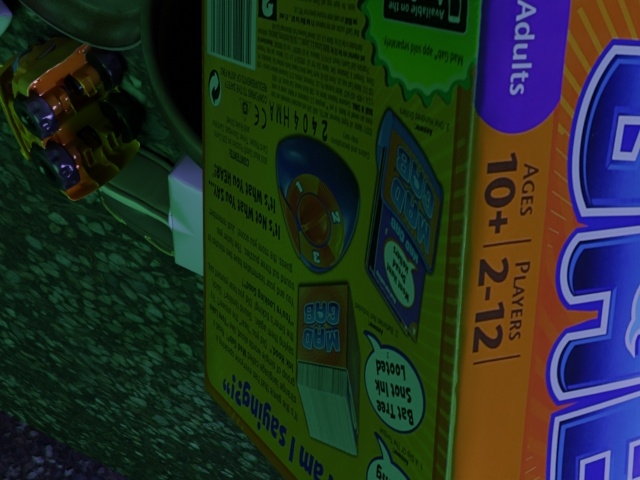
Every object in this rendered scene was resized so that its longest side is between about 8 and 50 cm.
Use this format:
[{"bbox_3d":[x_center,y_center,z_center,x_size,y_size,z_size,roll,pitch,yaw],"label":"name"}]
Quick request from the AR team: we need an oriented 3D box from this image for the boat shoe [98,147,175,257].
[{"bbox_3d":[-0.198,-0.024,1.541,0.324,0.116,0.096,32,154,6],"label":"boat shoe"}]

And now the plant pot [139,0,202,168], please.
[{"bbox_3d":[-0.013,-0.158,1.040,0.323,0.323,0.280,31,165,1],"label":"plant pot"}]

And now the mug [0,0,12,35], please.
[{"bbox_3d":[-0.572,-0.346,1.267,0.374,0.276,0.328,-29,105,42],"label":"mug"}]

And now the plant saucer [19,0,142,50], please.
[{"bbox_3d":[-0.304,-0.356,1.194,0.311,0.050,0.310,27,150,17],"label":"plant saucer"}]

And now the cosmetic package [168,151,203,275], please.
[{"bbox_3d":[0.000,0.000,1.363,0.385,0.156,0.217,27,149,10],"label":"cosmetic package"}]

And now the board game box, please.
[{"bbox_3d":[0.144,-0.017,0.715,0.356,0.356,0.356,32,124,58],"label":"board game box"}]

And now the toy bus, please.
[{"bbox_3d":[-0.376,-0.199,1.437,0.211,0.149,0.220,33,151,30],"label":"toy bus"}]
